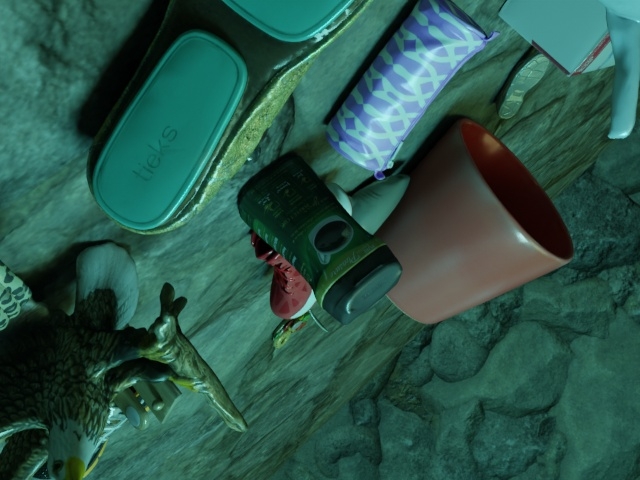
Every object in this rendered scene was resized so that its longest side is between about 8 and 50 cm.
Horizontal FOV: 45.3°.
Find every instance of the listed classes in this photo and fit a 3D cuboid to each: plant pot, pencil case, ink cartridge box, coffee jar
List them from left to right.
[{"bbox_3d":[0.000,0.000,0.842,0.096,0.184,0.079,-37,162,-17],"label":"coffee jar"},{"bbox_3d":[0.090,-0.163,0.819,0.206,0.088,0.086,-53,162,28],"label":"pencil case"},{"bbox_3d":[0.213,-0.013,1.199,0.243,0.275,0.275,-39,166,26],"label":"plant pot"},{"bbox_3d":[0.343,-0.302,0.977,0.176,0.128,0.127,-22,153,-49],"label":"ink cartridge box"}]

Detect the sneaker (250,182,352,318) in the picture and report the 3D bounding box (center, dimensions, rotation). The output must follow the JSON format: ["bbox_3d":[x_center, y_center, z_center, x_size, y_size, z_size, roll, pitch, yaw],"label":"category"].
[{"bbox_3d":[-0.053,0.024,0.993,0.128,0.087,0.221,-14,135,-42],"label":"sneaker"}]

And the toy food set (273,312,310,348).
[{"bbox_3d":[-0.053,0.155,1.372,0.083,0.020,0.082,-34,161,-25],"label":"toy food set"}]

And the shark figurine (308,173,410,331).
[{"bbox_3d":[0.032,0.030,1.115,0.278,0.116,0.166,-53,159,24],"label":"shark figurine"}]

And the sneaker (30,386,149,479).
[{"bbox_3d":[-0.275,0.208,0.918,0.215,0.084,0.083,-45,166,-31],"label":"sneaker"}]

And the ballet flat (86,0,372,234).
[{"bbox_3d":[-0.046,-0.152,0.537,0.348,0.123,0.123,-51,161,22],"label":"ballet flat"}]

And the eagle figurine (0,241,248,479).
[{"bbox_3d":[-0.241,0.149,0.649,0.298,0.226,0.225,-25,-176,-3],"label":"eagle figurine"}]

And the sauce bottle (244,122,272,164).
[{"bbox_3d":[-0.062,-0.114,0.680,0.042,0.042,0.128,-35,164,-24],"label":"sauce bottle"}]

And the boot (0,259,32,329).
[{"bbox_3d":[-0.304,0.048,0.474,0.178,0.085,0.236,-58,145,-21],"label":"boot"}]

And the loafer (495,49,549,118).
[{"bbox_3d":[0.309,-0.249,1.198,0.045,0.039,0.125,6,135,-23],"label":"loafer"}]

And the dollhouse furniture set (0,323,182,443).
[{"bbox_3d":[-0.260,0.185,0.810,0.151,0.123,0.144,-24,154,-47],"label":"dollhouse furniture set"}]

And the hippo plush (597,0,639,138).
[{"bbox_3d":[0.173,-0.278,0.497,0.234,0.236,0.294,-49,154,-17],"label":"hippo plush"}]
